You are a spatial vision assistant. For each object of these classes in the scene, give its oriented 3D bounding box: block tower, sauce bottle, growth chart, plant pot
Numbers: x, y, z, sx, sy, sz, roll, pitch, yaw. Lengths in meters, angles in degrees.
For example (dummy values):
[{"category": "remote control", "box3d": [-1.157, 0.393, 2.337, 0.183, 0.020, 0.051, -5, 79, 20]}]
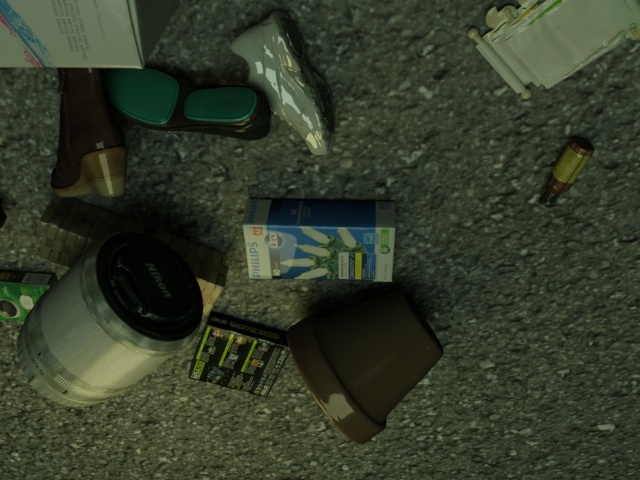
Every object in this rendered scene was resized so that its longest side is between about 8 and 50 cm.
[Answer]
[{"category": "block tower", "box3d": [-0.342, 0.027, 1.296, 0.336, 0.091, 0.097, 23, 128, -15]}, {"category": "sauce bottle", "box3d": [0.400, -0.109, 1.161, 0.042, 0.042, 0.128, 16, 130, -10]}, {"category": "growth chart", "box3d": [0.347, -0.306, 1.008, 0.237, 0.021, 0.172, -27, 123, 25]}, {"category": "plant pot", "box3d": [0.100, 0.214, 1.354, 0.229, 0.263, 0.263, -36, 122, 7]}]

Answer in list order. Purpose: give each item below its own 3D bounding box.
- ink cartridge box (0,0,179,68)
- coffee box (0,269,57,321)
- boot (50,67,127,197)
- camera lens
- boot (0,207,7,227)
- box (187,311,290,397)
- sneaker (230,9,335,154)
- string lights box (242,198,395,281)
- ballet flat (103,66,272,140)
[{"category": "ink cartridge box", "box3d": [-0.358, -0.325, 0.906, 0.306, 0.226, 0.131, 3, 131, 2]}, {"category": "coffee box", "box3d": [-0.616, 0.111, 1.419, 0.184, 0.040, 0.113, 3, 130, 1]}, {"category": "boot", "box3d": [-0.380, -0.176, 1.124, 0.248, 0.090, 0.206, 7, 109, 51]}, {"category": "camera lens", "box3d": [-0.348, 0.133, 1.183, 0.219, 0.219, 0.274, 37, 124, -25]}, {"category": "boot", "box3d": [-0.744, -0.083, 1.230, 0.338, 0.118, 0.222, -16, 126, 3]}, {"category": "box", "box3d": [-0.172, 0.248, 1.506, 0.184, 0.045, 0.190, 18, 130, -8]}, {"category": "sneaker", "box3d": [-0.056, -0.226, 1.073, 0.115, 0.090, 0.232, -14, 120, 24]}, {"category": "string lights box", "box3d": [0.000, 0.000, 1.258, 0.260, 0.076, 0.133, 1, 132, 3]}, {"category": "ballet flat", "box3d": [-0.200, -0.195, 1.076, 0.281, 0.095, 0.096, 16, 167, 21]}]
